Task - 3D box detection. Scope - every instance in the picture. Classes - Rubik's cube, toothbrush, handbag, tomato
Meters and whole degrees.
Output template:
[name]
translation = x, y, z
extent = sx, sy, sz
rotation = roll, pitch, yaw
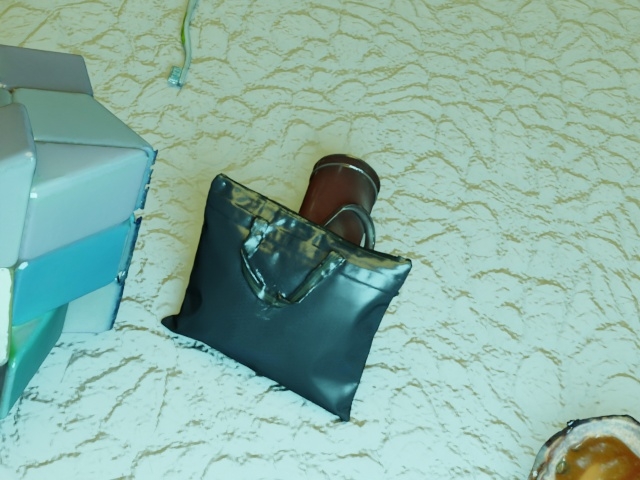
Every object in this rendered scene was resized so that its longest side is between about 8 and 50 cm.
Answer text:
[Rubik's cube]
translation = -0.377, -0.035, 1.123
extent = 0.368, 0.387, 0.358
rotation = 1, 39, -26
[toothbrush]
translation = -0.197, -0.324, 1.640
extent = 0.026, 0.022, 0.263
rotation = 17, 48, -13
[handbag]
translation = -0.042, 0.062, 1.231
extent = 0.254, 0.211, 0.088
rotation = 26, 19, 12
[tomato]
translation = 0.318, 0.307, 1.146
extent = 0.199, 0.112, 0.228
rotation = -34, 64, -25

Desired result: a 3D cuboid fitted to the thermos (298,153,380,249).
[thermos]
translation = 0.001, 0.003, 1.357
extent = 0.124, 0.099, 0.232
rotation = -4, 45, 26
